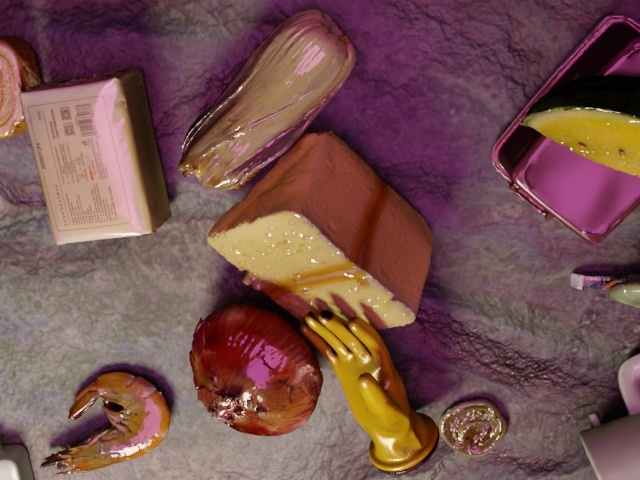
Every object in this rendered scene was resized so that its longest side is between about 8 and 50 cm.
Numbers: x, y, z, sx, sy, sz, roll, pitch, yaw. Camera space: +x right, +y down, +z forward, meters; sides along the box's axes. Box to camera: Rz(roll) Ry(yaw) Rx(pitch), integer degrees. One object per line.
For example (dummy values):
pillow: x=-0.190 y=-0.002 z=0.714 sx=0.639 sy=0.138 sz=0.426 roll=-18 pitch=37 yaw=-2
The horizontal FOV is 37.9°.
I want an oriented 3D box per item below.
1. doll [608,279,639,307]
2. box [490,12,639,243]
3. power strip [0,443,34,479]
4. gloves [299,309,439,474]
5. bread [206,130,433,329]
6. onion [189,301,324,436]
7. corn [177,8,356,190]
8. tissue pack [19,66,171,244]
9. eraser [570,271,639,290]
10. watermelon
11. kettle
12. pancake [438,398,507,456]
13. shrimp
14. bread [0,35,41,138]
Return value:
doll: x=0.551 y=0.045 z=1.261 sx=0.269 sy=0.284 sz=0.216 roll=7 pitch=72 yaw=-4
box: x=0.386 y=-0.144 z=1.258 sx=0.193 sy=0.167 sz=0.294 roll=37 pitch=107 yaw=-7
power strip: x=-0.524 y=0.519 z=1.610 sx=0.091 sy=0.062 sz=0.385 roll=-6 pitch=106 yaw=5
gloves: x=0.062 y=0.209 z=1.380 sx=0.133 sy=0.116 sz=0.294 roll=-8 pitch=126 yaw=37
bread: x=0.000 y=0.000 z=1.367 sx=0.263 sy=0.198 sz=0.236 roll=42 pitch=138 yaw=-21
onion: x=-0.114 y=0.212 z=1.395 sx=0.230 sy=0.163 sz=0.230 roll=21 pitch=137 yaw=21
corn: x=-0.078 y=-0.190 z=1.318 sx=0.123 sy=0.122 sz=0.305 roll=38 pitch=109 yaw=-14
tissue pack: x=-0.326 y=-0.125 z=1.366 sx=0.159 sy=0.125 sz=0.234 roll=-7 pitch=106 yaw=10
eraser: x=0.424 y=0.061 z=1.388 sx=0.099 sy=0.019 sz=0.027 roll=0 pitch=107 yaw=5
watermelon: x=0.399 y=-0.120 z=1.132 sx=0.301 sy=0.123 sz=0.129 roll=25 pitch=129 yaw=1
kettle: x=0.561 y=0.299 z=1.372 sx=0.318 sy=0.265 sz=0.205 roll=-24 pitch=134 yaw=13
pancake: x=0.242 y=0.296 z=1.480 sx=0.108 sy=0.017 sz=0.108 roll=2 pitch=110 yaw=5
shrimp: x=-0.360 y=0.311 z=1.534 sx=0.249 sy=0.068 sz=0.150 roll=-34 pitch=87 yaw=9
bread: x=-0.482 y=-0.226 z=1.382 sx=0.122 sy=0.073 sz=0.149 roll=-1 pitch=106 yaw=9
